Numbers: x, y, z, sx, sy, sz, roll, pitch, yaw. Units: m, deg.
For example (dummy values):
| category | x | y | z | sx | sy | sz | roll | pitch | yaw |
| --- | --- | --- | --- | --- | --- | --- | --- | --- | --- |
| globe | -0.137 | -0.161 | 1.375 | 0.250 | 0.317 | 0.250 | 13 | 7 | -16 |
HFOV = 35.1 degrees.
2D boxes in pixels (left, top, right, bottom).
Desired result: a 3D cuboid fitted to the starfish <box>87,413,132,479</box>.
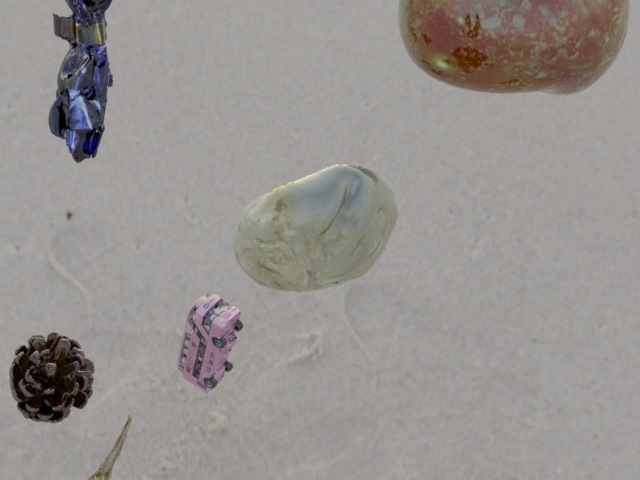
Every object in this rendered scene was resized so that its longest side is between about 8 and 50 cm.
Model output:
| category | x | y | z | sx | sy | sz | roll | pitch | yaw |
| --- | --- | --- | --- | --- | --- | --- | --- | --- | --- |
| starfish | -0.429 | 0.471 | 1.923 | 0.048 | 0.295 | 0.231 | 29 | 10 | 5 |

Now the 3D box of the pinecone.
| category | x | y | z | sx | sy | sz | roll | pitch | yaw |
| --- | --- | --- | --- | --- | --- | --- | --- | --- | --- |
| pinecone | -0.521 | 0.264 | 1.962 | 0.150 | 0.195 | 0.179 | -7 | 74 | -2 |

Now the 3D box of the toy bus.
| category | x | y | z | sx | sy | sz | roll | pitch | yaw |
| --- | --- | --- | --- | --- | --- | --- | --- | --- | --- |
| toy bus | -0.192 | 0.178 | 1.739 | 0.090 | 0.203 | 0.063 | 33 | 46 | 14 |

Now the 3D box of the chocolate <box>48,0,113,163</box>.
| category | x | y | z | sx | sy | sz | roll | pitch | yaw |
| --- | --- | --- | --- | --- | --- | --- | --- | --- | --- |
| chocolate | -0.333 | -0.279 | 1.430 | 0.148 | 0.343 | 0.126 | 19 | 23 | 42 |

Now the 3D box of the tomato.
| category | x | y | z | sx | sy | sz | roll | pitch | yaw |
| --- | --- | --- | --- | --- | --- | --- | --- | --- | --- |
| tomato | 0.226 | -0.289 | 1.189 | 0.270 | 0.223 | 0.270 | 8 | 18 | -3 |

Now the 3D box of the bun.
| category | x | y | z | sx | sy | sz | roll | pitch | yaw |
| --- | --- | --- | --- | --- | --- | --- | --- | --- | --- |
| bun | 0.000 | 0.000 | 1.063 | 0.183 | 0.183 | 0.102 | -13 | 66 | -22 |
